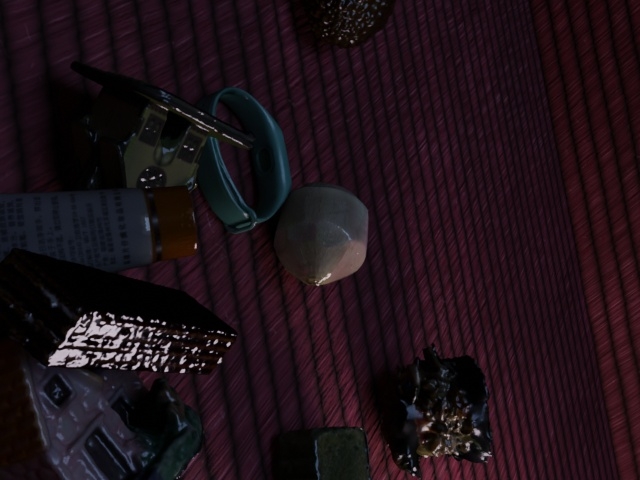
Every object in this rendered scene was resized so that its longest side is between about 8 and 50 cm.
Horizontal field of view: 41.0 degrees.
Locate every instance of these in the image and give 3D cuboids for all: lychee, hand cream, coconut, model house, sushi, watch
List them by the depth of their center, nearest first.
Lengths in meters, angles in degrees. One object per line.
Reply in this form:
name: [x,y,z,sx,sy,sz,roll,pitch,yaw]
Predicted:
model house: [-0.282,0.186,0.930,0.237,0.202,0.237,57,33,-15]
hand cream: [-0.300,0.002,0.974,0.314,0.089,0.140,-5,85,-19]
model house: [-0.255,-0.063,1.134,0.218,0.204,0.279,22,92,-50]
watch: [-0.128,-0.131,1.400,0.195,0.068,0.237,-3,81,-55]
coconut: [0.000,0.000,1.470,0.171,0.170,0.183,41,49,-43]
sushi: [0.214,0.335,1.667,0.225,0.218,0.239,105,-31,-70]
lychee: [0.058,-0.490,1.689,0.200,0.200,0.238,42,63,-42]

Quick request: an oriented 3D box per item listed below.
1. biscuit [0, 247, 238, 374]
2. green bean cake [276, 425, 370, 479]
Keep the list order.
biscuit: [-0.215,0.090,0.962,0.073,0.107,0.388,-55,160,1]
green bean cake: [0.010,0.400,1.409,0.185,0.094,0.184,13,69,-55]
